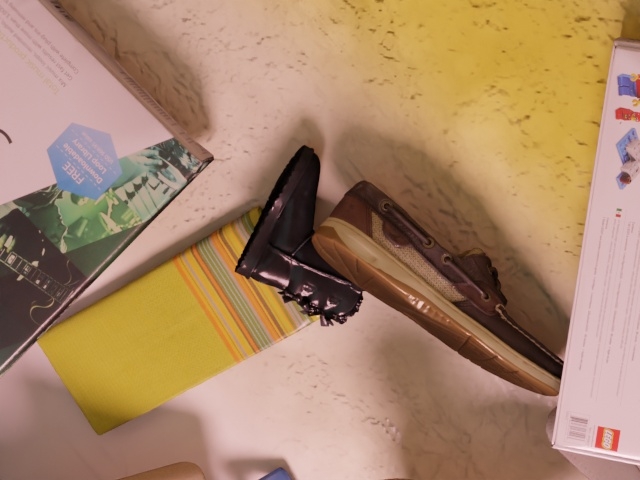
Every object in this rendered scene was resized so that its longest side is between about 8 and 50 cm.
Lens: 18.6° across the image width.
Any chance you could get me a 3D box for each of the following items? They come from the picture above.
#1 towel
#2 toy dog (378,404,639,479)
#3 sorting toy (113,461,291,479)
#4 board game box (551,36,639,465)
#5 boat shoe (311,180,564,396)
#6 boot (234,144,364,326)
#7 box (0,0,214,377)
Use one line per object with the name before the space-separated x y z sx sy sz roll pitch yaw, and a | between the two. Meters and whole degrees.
towel | -0.114 0.067 1.577 0.237 0.021 0.102 -29 95 23
toy dog | 0.167 0.235 1.507 0.334 0.161 0.220 9 108 -3
sorting toy | -0.159 0.293 1.550 0.348 0.047 0.196 -14 97 -14
board game box | 0.284 0.018 1.402 0.193 0.053 0.305 10 103 13
boat shoe | 0.101 0.035 1.471 0.223 0.080 0.073 34 78 -7
boot | 0.000 0.000 1.503 0.099 0.045 0.121 26 92 -9
box | -0.275 -0.031 1.520 0.232 0.058 0.322 45 102 2
